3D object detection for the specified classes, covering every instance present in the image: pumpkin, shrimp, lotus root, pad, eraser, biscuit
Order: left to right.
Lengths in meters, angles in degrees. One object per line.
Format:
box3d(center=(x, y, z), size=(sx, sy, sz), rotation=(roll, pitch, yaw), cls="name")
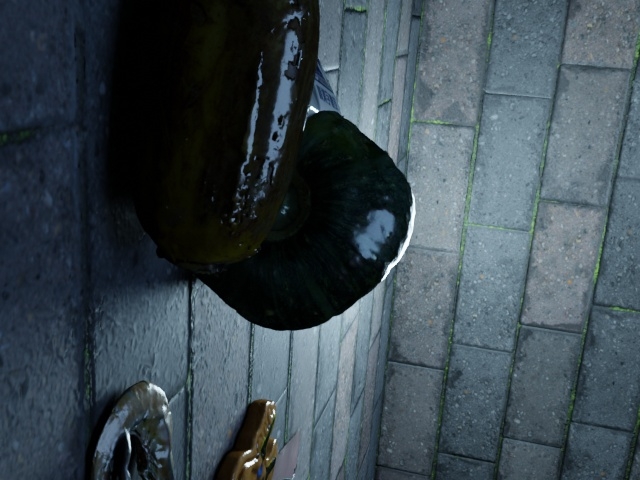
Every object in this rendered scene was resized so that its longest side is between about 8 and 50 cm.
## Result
box3d(center=(-0.201, 0.267, 0.836), size=(0.152, 0.046, 0.219), rotation=(-63, 153, -57), cls="shrimp")
box3d(center=(-0.097, -0.164, 0.766), size=(0.196, 0.179, 0.397), rotation=(-109, -151, -82), cls="lotus root")
box3d(center=(-0.128, 0.418, 1.245), size=(0.334, 0.047, 0.202), rotation=(-61, 155, -57), cls="biscuit")
box3d(center=(-0.076, 0.481, 1.598), size=(0.188, 0.006, 0.113), rotation=(-18, 117, -74), cls="pad")
box3d(center=(-0.032, -0.230, 1.135), size=(0.210, 0.068, 0.124), rotation=(-4, 75, -77), cls="eraser")
box3d(center=(0.000, 0.000, 0.984), size=(0.293, 0.197, 0.263), rotation=(-45, 168, -12), cls="pumpkin")

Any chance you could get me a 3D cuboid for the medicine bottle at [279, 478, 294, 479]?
box3d(center=(-0.058, 0.598, 1.550), size=(0.079, 0.124, 0.258), rotation=(-57, 142, -48), cls="medicine bottle")
